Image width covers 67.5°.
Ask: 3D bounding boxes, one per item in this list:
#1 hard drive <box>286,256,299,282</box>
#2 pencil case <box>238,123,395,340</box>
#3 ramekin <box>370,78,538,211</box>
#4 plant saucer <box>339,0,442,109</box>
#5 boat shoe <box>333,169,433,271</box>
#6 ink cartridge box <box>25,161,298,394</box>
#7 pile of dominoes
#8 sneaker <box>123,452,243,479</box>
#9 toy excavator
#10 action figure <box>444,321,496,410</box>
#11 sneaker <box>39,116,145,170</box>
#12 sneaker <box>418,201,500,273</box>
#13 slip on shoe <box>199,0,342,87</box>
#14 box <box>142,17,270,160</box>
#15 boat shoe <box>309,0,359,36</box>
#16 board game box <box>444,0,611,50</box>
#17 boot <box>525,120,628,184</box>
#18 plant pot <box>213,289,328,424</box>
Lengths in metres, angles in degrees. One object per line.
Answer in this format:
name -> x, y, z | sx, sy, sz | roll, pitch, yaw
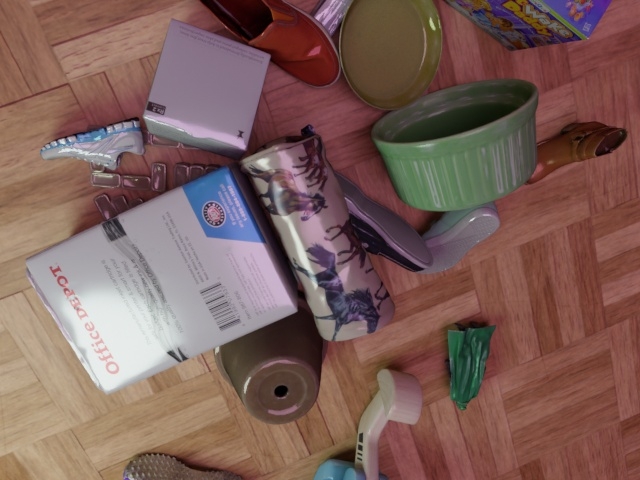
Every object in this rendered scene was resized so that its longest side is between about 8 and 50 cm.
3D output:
hard drive -> -0.022, 0.030, 1.061 | 0.094, 0.022, 0.135 | 16, 102, -15
pencil case -> 0.000, 0.000, 0.905 | 0.159, 0.183, 0.411 | -24, 105, 4
ramekin -> 0.260, -0.182, 0.917 | 0.303, 0.303, 0.148 | -23, 117, -4
plant saucer -> 0.134, -0.381, 0.939 | 0.240, 0.037, 0.241 | -10, 112, -26
boat shoe -> 0.099, -0.027, 1.009 | 0.302, 0.114, 0.091 | 41, 123, 0
ink cartridge box -> -0.276, 0.064, 0.901 | 0.394, 0.166, 0.286 | -24, 102, 3
pile of dominoes -> -0.328, -0.121, 0.958 | 0.250, 0.040, 0.196 | 5, 106, -5
sneaker -> -0.333, 0.613, 1.129 | 0.293, 0.102, 0.146 | 24, 101, -17
toy excavator -> 0.095, 0.578, 1.161 | 0.222, 0.446, 0.433 | 16, 144, -17
action figure -> 0.364, 0.322, 1.206 | 0.137, 0.063, 0.233 | -1, 103, -13
sneaker -> -0.417, -0.164, 0.885 | 0.190, 0.071, 0.083 | -14, 112, 1
sneaker -> 0.286, -0.032, 1.074 | 0.094, 0.151, 0.256 | 32, 133, -21
slip on shoe -> -0.091, -0.374, 0.846 | 0.123, 0.101, 0.331 | -27, 137, 35
box -> -0.203, -0.262, 0.864 | 0.180, 0.119, 0.182 | 15, 86, -16
boat shoe -> 0.040, -0.449, 0.911 | 0.063, 0.066, 0.184 | 35, 96, -29
board game box -> 0.305, -0.480, 0.865 | 0.347, 0.233, 0.078 | 27, 99, -17
boot -> 0.544, -0.188, 1.043 | 0.197, 0.152, 0.073 | -45, 110, 4
plant pot -> -0.098, 0.255, 1.005 | 0.262, 0.229, 0.263 | -3, 108, -10
